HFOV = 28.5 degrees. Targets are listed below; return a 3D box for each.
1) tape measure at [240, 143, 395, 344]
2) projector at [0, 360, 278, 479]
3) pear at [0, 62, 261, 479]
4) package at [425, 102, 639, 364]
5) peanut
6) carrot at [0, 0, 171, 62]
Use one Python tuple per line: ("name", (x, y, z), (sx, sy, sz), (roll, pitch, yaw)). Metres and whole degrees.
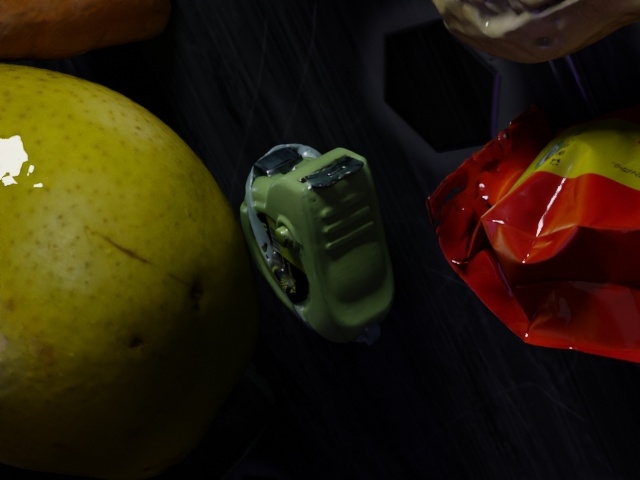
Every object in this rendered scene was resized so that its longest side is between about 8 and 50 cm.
("tape measure", (0.000, 0.000, 1.178), (0.175, 0.106, 0.200), (31, 145, 52))
("projector", (-0.313, 0.193, 1.399), (0.395, 0.405, 0.242), (45, 148, 8))
("pear", (-0.244, 0.027, 1.166), (0.418, 0.362, 0.362), (44, 146, -22))
("package", (0.277, -0.010, 0.832), (0.423, 0.196, 0.123), (7, 126, 43))
("peanut", (0.185, -0.191, 0.831), (0.290, 0.130, 0.130), (-12, 112, 46))
("carrot", (-0.269, -0.228, 1.174), (0.159, 0.225, 0.159), (24, 129, 33))
